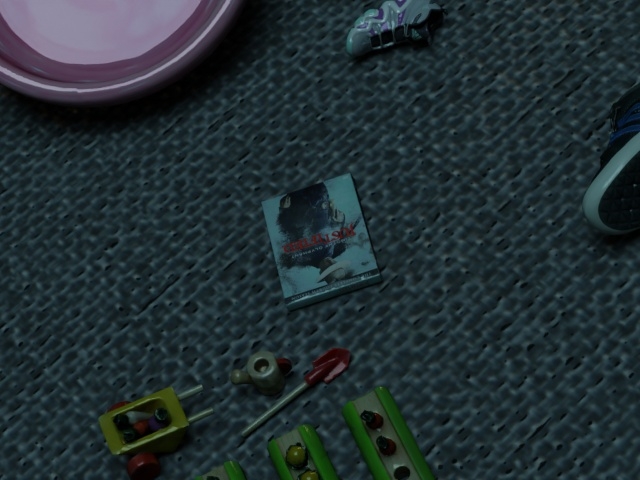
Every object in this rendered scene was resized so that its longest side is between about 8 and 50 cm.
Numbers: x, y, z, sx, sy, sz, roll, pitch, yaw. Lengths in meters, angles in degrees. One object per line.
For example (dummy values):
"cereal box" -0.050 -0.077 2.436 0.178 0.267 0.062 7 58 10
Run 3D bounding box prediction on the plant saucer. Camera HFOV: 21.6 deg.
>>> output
"plant saucer" -0.216 -0.286 1.637 0.332 0.084 0.332 -1 81 8

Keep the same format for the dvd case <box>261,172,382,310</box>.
"dvd case" 0.000 0.000 1.472 0.087 0.013 0.119 -18 53 5

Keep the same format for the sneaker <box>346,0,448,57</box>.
"sneaker" 0.076 -0.195 1.571 0.098 0.038 0.069 -41 53 -13

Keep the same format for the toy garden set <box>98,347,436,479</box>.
"toy garden set" -0.056 0.170 1.345 0.244 0.049 0.204 -26 52 -2

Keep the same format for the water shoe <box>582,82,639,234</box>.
"water shoe" 0.276 -0.082 1.422 0.203 0.073 0.080 -46 34 -21
